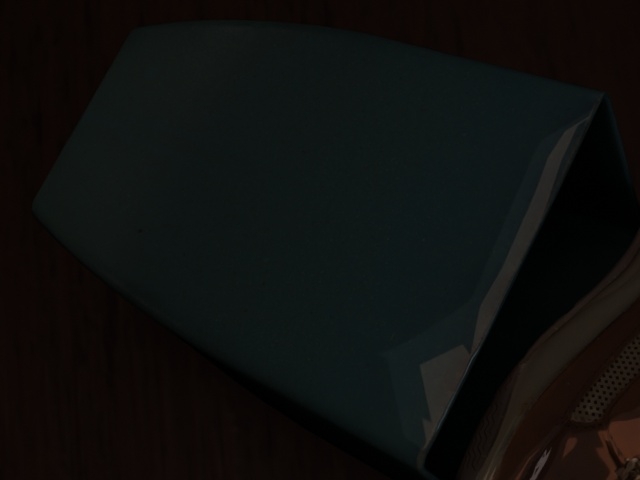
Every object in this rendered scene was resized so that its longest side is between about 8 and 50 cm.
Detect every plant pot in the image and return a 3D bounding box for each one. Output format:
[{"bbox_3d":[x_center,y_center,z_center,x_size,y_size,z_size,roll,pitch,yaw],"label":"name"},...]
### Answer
[{"bbox_3d":[0.000,0.000,0.652,0.234,0.166,0.165,23,78,24],"label":"plant pot"}]

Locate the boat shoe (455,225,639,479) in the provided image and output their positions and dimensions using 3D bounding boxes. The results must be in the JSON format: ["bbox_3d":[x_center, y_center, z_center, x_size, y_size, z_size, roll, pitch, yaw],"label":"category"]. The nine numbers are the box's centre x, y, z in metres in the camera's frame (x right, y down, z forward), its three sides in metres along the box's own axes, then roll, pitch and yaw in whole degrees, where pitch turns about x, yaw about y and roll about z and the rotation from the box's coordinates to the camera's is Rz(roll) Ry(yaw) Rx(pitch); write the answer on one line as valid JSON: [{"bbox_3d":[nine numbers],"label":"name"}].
[{"bbox_3d":[0.155,0.076,0.571,0.116,0.123,0.324,18,65,41],"label":"boat shoe"}]
